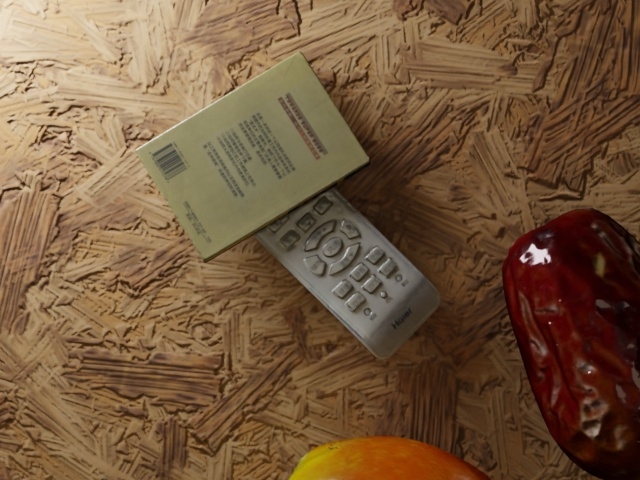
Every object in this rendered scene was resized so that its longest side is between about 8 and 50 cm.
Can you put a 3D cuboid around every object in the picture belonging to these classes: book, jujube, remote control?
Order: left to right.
[{"bbox_3d":[-0.079,-0.099,1.835,0.231,0.026,0.161,-31,84,-6],"label":"book"},{"bbox_3d":[0.000,0.000,1.867,0.313,0.055,0.109,45,83,1],"label":"remote control"},{"bbox_3d":[0.332,0.123,1.807,0.223,0.223,0.318,-27,83,-2],"label":"jujube"}]

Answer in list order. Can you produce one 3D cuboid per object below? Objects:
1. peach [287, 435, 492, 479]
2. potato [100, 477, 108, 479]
[{"bbox_3d":[0.082,0.394,1.729,0.370,0.370,0.369,0,91,-3],"label":"peach"},{"bbox_3d":[-0.277,0.345,1.844,0.103,0.096,0.066,-38,101,11],"label":"potato"}]
